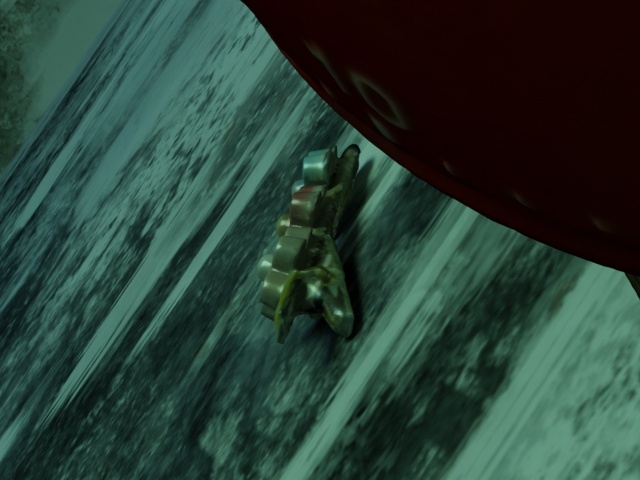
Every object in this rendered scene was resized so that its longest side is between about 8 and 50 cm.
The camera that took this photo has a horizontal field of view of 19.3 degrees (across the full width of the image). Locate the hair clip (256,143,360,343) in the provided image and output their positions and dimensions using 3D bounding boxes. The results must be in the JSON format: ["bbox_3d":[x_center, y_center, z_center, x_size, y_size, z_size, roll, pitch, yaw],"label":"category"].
[{"bbox_3d":[-0.007,-0.001,1.092,0.214,0.056,0.062,-86,1,-61],"label":"hair clip"}]

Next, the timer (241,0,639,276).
[{"bbox_3d":[0.131,-0.171,0.452,0.378,0.378,0.279,-57,-29,-5],"label":"timer"}]

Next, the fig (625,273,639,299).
[{"bbox_3d":[0.135,0.018,0.591,0.089,0.089,0.125,-33,51,55],"label":"fig"}]
